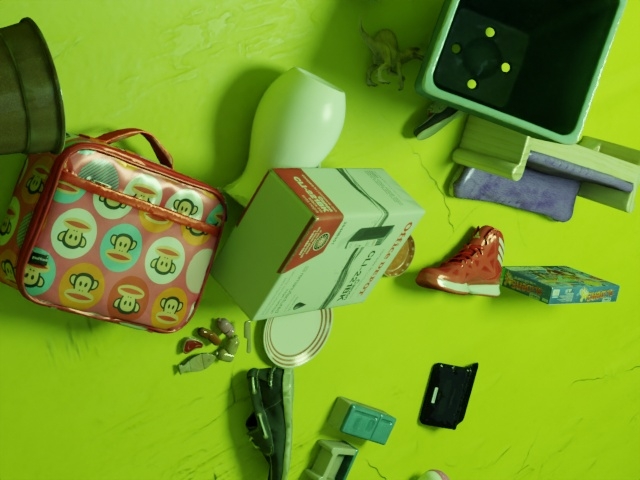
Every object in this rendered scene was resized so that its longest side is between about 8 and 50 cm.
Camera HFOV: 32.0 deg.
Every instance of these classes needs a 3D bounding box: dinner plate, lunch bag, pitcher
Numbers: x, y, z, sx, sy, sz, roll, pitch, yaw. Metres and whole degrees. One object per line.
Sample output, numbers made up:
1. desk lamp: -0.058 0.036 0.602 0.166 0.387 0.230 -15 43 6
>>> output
1. dinner plate: -0.038 0.138 1.811 0.141 0.017 0.141 -15 116 -34
2. lunch bag: -0.271 -0.023 1.502 0.293 0.120 0.258 20 90 -43
3. pitcher: -0.033 -0.140 1.652 0.177 0.125 0.207 10 111 -55

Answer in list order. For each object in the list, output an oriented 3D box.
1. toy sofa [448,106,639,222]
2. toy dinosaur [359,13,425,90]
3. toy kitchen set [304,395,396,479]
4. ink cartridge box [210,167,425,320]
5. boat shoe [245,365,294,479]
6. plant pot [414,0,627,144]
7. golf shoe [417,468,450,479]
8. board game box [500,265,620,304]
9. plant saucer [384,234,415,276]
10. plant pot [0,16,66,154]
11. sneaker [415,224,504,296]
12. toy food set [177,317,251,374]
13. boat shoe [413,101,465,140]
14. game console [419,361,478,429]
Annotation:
1. toy sofa: 0.408 -0.121 1.988 0.362 0.150 0.177 11 98 -41
2. toy dinosaur: 0.096 -0.289 1.748 0.183 0.053 0.093 13 83 -49
3. toy kitchen set: 0.078 0.402 1.906 0.122 0.166 0.207 24 91 -42
4. ink cartridge box: 0.000 0.000 1.649 0.272 0.114 0.197 -6 136 -52
5. boat shoe: -0.082 0.304 1.815 0.079 0.084 0.233 0 119 0
6. plant pot: 0.281 -0.294 1.726 0.247 0.252 0.247 19 89 -7
7. golf shoe: 0.149 0.566 2.066 0.140 0.115 0.306 20 92 -39
8. board game box: 0.447 0.082 2.107 0.201 0.136 0.035 1 105 -39
9. plant saucer: 0.127 0.021 1.904 0.083 0.013 0.084 -16 116 -35
10. plant pot: -0.405 -0.166 1.311 0.165 0.167 0.167 -15 116 -26
11. sneaker: 0.250 0.029 1.976 0.221 0.087 0.128 7 93 -53
12. toy food set: -0.165 0.157 1.716 0.122 0.019 0.078 -11 113 -28
13. boat shoe: 0.202 -0.213 1.858 0.137 0.049 0.043 -35 83 -21
14. game console: 0.243 0.286 2.101 0.107 0.071 0.122 11 100 -11
